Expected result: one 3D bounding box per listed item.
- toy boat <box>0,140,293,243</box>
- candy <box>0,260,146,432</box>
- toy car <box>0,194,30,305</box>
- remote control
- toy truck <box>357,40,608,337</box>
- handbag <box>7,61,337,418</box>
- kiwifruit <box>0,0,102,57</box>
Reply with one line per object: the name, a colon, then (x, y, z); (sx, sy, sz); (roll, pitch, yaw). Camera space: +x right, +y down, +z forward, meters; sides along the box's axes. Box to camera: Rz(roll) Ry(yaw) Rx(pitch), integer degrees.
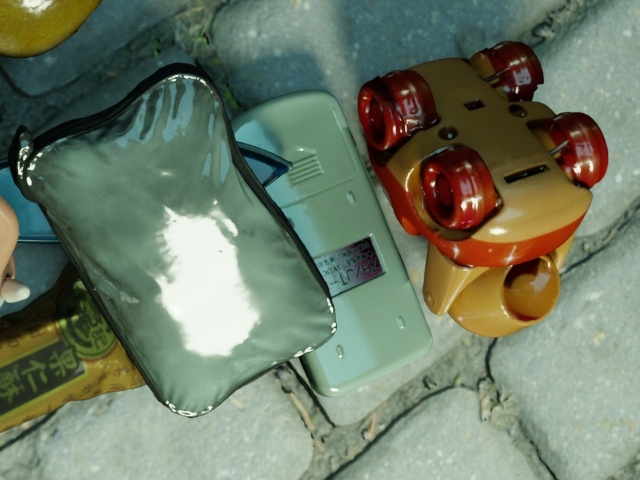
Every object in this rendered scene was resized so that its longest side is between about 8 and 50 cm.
toy boat: (-0.169, -0.051, 1.324); (0.299, 0.062, 0.096); (-8, 94, -10)
candy: (-0.277, 0.112, 1.284); (0.271, 0.101, 0.143); (-24, 104, -28)
toy car: (-0.366, -0.006, 1.184); (0.212, 0.270, 0.180); (38, 68, -34)
remote control: (0.000, 0.000, 1.418); (0.140, 0.056, 0.296); (-24, 94, -21)
toy truck: (0.153, -0.044, 1.430); (0.189, 0.239, 0.265); (-17, 52, -22)
handbag: (-0.124, 0.003, 1.276); (0.191, 0.075, 0.332); (-30, 118, -1)
kiwifruit: (-0.293, -0.273, 1.253); (0.234, 0.196, 0.196); (37, 74, -11)
